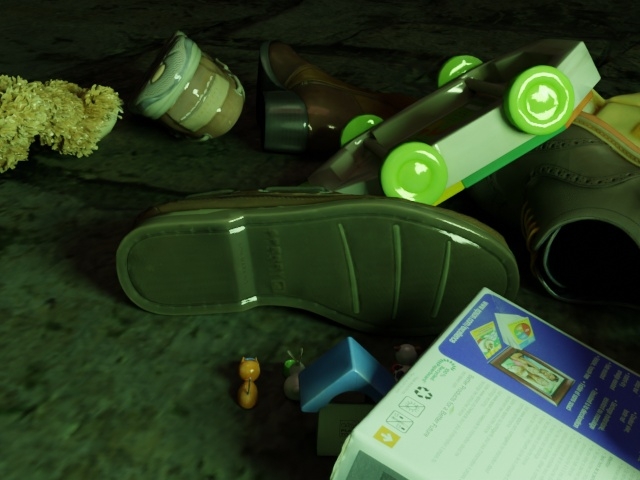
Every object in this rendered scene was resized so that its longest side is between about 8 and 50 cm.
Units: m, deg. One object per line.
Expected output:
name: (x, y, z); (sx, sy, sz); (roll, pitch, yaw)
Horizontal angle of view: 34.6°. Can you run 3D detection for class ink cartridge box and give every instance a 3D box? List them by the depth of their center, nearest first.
ink cartridge box: (0.142, 0.126, 0.585); (0.208, 0.045, 0.206); (28, 31, 17)

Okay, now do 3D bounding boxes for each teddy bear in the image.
teddy bear: (-0.377, -0.136, 1.092); (0.338, 0.113, 0.245); (-8, 23, -25)

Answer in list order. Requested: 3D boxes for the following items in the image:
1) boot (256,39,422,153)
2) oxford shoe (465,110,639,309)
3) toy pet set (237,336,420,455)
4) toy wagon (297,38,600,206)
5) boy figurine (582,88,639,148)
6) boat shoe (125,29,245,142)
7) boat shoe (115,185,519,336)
boot: (0.063, -0.179, 1.275); (0.281, 0.096, 0.264); (1, 22, -8)
oxford shoe: (0.216, -0.027, 0.894); (0.133, 0.130, 0.364); (-27, 23, -19)
toy pet set: (0.007, 0.083, 0.668); (0.122, 0.065, 0.114); (1, 22, -3)
toy wagon: (0.080, -0.083, 0.947); (0.344, 0.068, 0.267); (-31, 13, 1)
boy figurine: (0.342, -0.110, 1.095); (0.177, 0.092, 0.285); (-43, 46, -11)
boat shoe: (-0.157, -0.172, 1.233); (0.116, 0.123, 0.324); (34, 7, -15)
boat shoe: (0.000, 0.000, 0.809); (0.307, 0.110, 0.104); (6, 24, 6)
